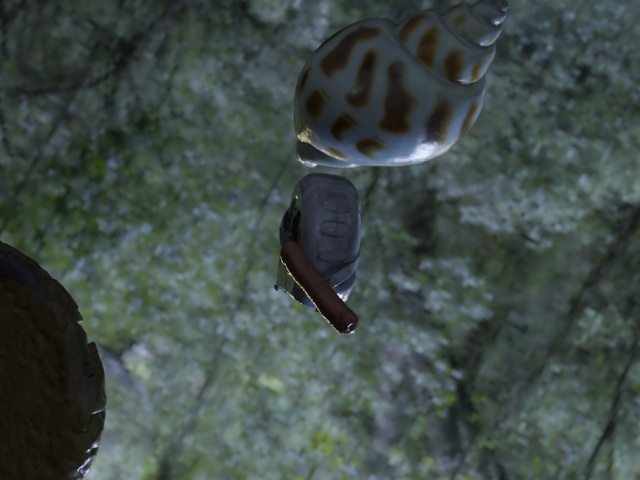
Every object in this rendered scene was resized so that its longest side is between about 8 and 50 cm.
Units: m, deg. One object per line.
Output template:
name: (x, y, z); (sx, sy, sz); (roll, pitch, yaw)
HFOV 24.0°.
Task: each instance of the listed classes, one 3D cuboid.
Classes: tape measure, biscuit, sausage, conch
tape measure: (0.000, 0.000, 2.189); (0.120, 0.197, 0.236); (6, -175, -11)
biscuit: (-0.249, 0.098, 1.010); (0.226, 0.226, 0.042); (28, -170, 8)
sausage: (-0.001, 0.064, 1.936); (0.158, 0.036, 0.042); (51, 178, 29)
conch: (0.081, -0.167, 1.582); (0.149, 0.275, 0.183); (52, -159, -54)
